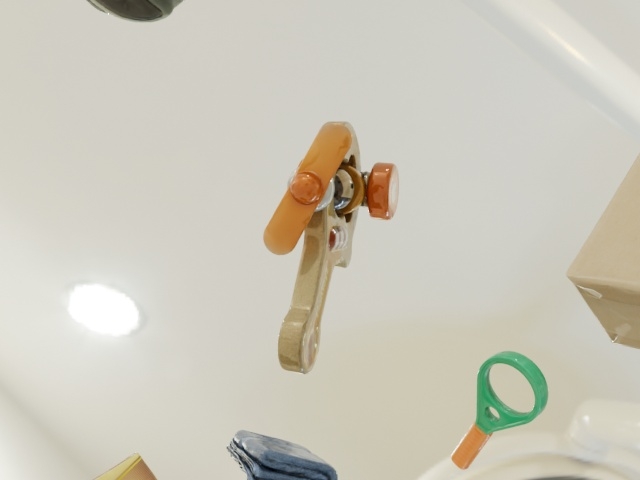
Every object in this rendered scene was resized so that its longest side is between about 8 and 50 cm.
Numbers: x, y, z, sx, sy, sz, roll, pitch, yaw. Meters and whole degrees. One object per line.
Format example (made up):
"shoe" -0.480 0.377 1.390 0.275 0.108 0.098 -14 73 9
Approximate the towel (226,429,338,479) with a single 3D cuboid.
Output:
"towel" -0.031 0.169 0.710 0.067 0.029 0.119 16 -8 -12

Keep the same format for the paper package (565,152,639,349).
"paper package" 0.563 -0.002 1.318 0.309 0.325 0.168 9 -34 52

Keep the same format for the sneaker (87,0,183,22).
"sneaker" -0.054 -0.289 0.642 0.330 0.146 0.122 -45 -69 -3

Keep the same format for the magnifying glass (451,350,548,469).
"magnifying glass" 0.222 0.226 1.211 0.026 0.092 0.231 -28 -28 -40

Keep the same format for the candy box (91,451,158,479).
"candy box" -0.219 0.445 1.166 0.183 0.316 0.087 -26 -18 -47

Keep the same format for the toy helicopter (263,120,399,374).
"toy helicopter" 0.000 0.000 1.247 0.140 0.355 0.235 6 -23 15
